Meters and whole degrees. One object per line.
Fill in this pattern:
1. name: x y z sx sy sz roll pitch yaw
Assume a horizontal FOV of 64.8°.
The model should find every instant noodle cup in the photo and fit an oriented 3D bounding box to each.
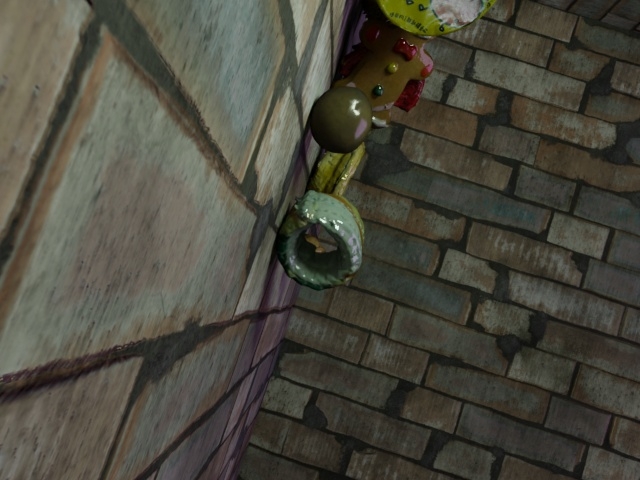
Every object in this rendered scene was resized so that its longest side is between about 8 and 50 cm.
1. instant noodle cup: 0.292 -0.727 1.265 0.326 0.325 0.254 104 -6 -56

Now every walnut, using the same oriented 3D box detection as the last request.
1. walnut: -0.054 0.052 1.964 0.166 0.149 0.167 -14 90 -75

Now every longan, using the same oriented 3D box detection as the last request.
1. longan: 0.055 -0.324 1.348 0.189 0.189 0.189 18 90 -87

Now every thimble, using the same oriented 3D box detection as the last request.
1. thimble: 0.000 0.000 1.499 0.167 0.254 0.288 -73 153 -55

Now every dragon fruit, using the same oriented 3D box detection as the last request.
1. dragon fruit: 0.215 -0.583 1.629 0.205 0.316 0.152 -47 -140 30

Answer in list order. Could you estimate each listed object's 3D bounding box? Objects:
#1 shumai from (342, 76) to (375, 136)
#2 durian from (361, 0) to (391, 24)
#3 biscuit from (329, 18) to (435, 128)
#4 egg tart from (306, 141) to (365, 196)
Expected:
1. shumai: 0.131 -0.456 1.760 0.218 0.189 0.256 -70 172 -63
2. durian: 0.248 -0.782 1.640 0.293 0.258 0.258 -50 162 -50
3. biscuit: 0.220 -0.541 1.515 0.432 0.283 0.064 -50 -142 27
4. egg tart: 0.045 -0.229 1.860 0.345 0.132 0.345 -63 179 -2
